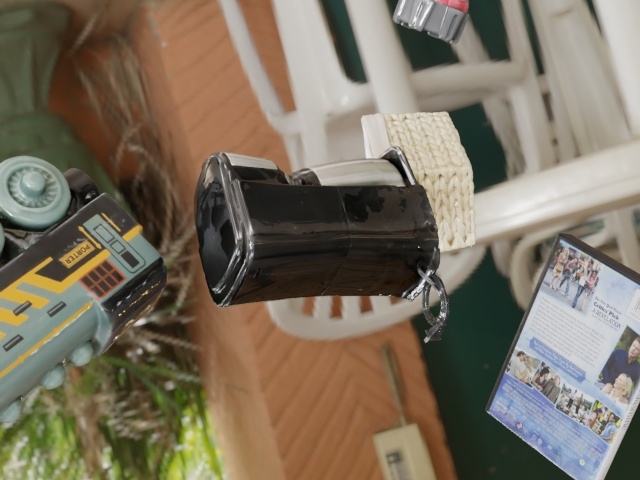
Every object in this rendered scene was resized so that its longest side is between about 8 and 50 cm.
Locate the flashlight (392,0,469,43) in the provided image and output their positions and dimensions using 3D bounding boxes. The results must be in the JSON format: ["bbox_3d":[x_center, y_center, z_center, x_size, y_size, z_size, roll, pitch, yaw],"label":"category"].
[{"bbox_3d":[0.197,-0.432,1.571,0.103,0.304,0.103,26,-166,24],"label":"flashlight"}]

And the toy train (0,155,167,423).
[{"bbox_3d":[-0.294,0.059,1.027,0.334,0.190,0.142,-43,173,-42],"label":"toy train"}]

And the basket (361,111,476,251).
[{"bbox_3d":[0.109,-0.067,1.262,0.103,0.113,0.167,-8,-150,-1],"label":"basket"}]

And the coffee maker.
[{"bbox_3d":[0.000,0.000,0.935,0.178,0.120,0.171,-4,-145,-27],"label":"coffee maker"}]

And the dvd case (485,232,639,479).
[{"bbox_3d":[0.305,0.140,1.339,0.022,0.253,0.180,3,-156,-42],"label":"dvd case"}]
